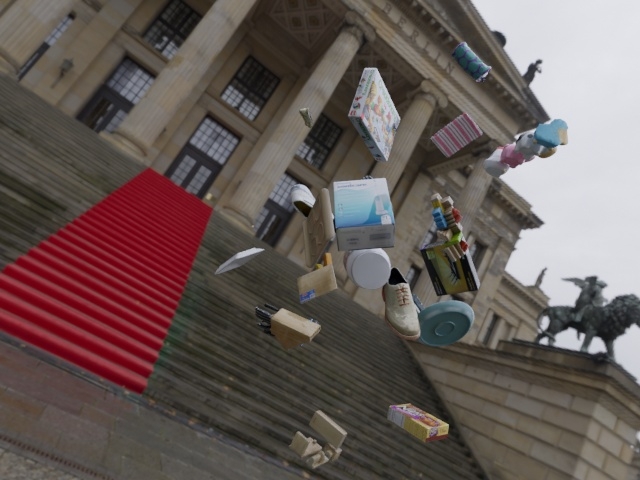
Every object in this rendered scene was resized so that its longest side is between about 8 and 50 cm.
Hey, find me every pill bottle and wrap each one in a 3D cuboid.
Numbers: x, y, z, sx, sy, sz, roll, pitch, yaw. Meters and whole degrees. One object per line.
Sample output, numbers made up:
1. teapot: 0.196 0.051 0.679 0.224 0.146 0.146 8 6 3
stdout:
1. pill bottle: 0.222 0.116 2.079 0.210 0.210 0.363 30 4 -3

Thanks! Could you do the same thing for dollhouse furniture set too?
1. dollhouse furniture set: 0.015 0.627 1.378 0.144 0.151 0.123 29 4 32

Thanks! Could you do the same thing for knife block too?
1. knife block: -0.164 0.363 1.938 0.276 0.088 0.242 -32 -84 43

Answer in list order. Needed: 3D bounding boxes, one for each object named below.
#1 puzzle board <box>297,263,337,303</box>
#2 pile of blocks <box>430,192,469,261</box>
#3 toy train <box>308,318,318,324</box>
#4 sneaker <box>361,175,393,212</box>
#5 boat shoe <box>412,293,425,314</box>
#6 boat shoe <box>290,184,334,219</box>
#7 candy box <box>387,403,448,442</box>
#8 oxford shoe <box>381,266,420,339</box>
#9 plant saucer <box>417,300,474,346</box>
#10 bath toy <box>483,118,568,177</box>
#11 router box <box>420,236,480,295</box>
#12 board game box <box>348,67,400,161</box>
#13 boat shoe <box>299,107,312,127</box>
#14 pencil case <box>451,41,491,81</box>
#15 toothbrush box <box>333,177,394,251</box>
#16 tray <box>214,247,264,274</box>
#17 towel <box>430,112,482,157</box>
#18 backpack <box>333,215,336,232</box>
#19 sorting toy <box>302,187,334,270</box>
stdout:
1. puzzle board: -0.011 0.136 1.357 0.128 0.096 0.011 -25 -41 16
2. pile of blocks: 0.663 -0.080 2.197 0.113 0.362 0.149 -26 -11 39
3. toy train: -0.080 0.510 2.385 0.080 0.184 0.105 45 -47 4
4. sneaker: 0.256 -0.181 1.875 0.223 0.083 0.098 63 18 2
5. boat shoe: 0.543 0.396 2.333 0.254 0.079 0.095 53 -27 -18
6. boat shoe: -0.035 -0.123 2.244 0.136 0.156 0.367 -17 -41 22
7. candy box: 0.338 0.633 1.510 0.109 0.053 0.187 8 2 -33
8. oxford shoe: 0.354 0.276 1.951 0.141 0.397 0.146 -5 -57 -7
9. plant saucer: 0.599 0.418 2.105 0.318 0.318 0.043 38 24 -30
10. bath toy: 0.784 -0.350 1.679 0.151 0.129 0.348 26 -16 -10
11. router box: 0.734 0.150 2.452 0.243 0.081 0.308 -16 -76 34
12. board game box: 0.202 -0.445 1.568 0.053 0.192 0.305 11 -14 29
13. boat shoe: -0.070 -0.613 2.169 0.048 0.056 0.153 1 -12 9
14. pencil case: 0.546 -0.645 1.564 0.151 0.070 0.064 54 -9 15
15. toothbrush box: 0.163 -0.106 1.682 0.216 0.295 0.126 -5 -47 3
16. tray: -0.373 0.089 1.950 0.270 0.145 0.030 -30 -97 51
17. towel: 0.637 -0.490 2.031 0.144 0.029 0.197 38 -56 -26
18. backpack: 0.137 -0.099 2.009 0.152 0.182 0.115 47 31 7
19. sorting toy: 0.000 0.000 1.532 0.041 0.307 0.229 6 -32 -21
